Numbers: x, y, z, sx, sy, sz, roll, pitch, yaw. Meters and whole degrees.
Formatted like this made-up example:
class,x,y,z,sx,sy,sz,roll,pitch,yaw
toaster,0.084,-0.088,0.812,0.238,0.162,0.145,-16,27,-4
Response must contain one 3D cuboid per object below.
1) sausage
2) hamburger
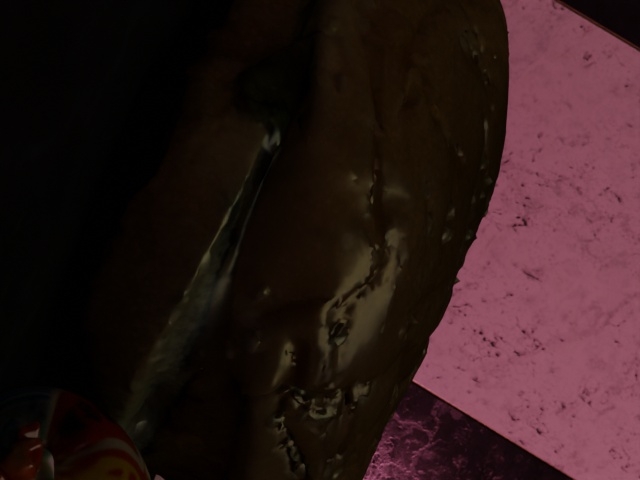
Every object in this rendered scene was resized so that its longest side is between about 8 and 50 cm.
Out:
class,x,y,z,sx,sy,sz,roll,pitch,yaw
sausage,-0.092,0.115,0.455,0.264,0.083,0.083,103,10,-61
hamburger,-0.001,0.002,0.594,0.285,0.134,0.265,-66,178,-47
